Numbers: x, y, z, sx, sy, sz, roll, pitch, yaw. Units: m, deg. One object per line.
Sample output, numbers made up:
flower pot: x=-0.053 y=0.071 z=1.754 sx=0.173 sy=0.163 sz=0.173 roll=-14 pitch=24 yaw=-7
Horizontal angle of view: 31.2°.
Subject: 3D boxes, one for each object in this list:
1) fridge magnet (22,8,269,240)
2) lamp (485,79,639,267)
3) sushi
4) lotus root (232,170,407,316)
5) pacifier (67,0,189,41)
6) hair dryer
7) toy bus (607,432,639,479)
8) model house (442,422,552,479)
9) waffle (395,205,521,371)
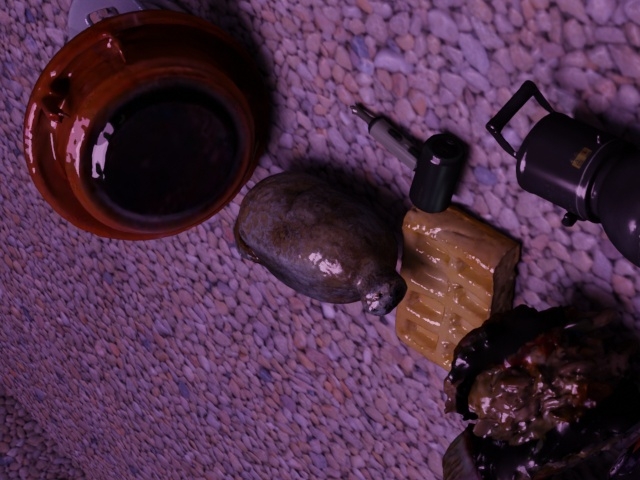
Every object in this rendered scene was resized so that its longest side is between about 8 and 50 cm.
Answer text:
fridge magnet: x=-0.242 y=-0.152 z=1.646 sx=0.155 sy=0.364 sz=0.363 roll=-127 pitch=23 yaw=-51
lamp: x=0.310 y=-0.064 z=1.267 sx=0.227 sy=0.147 sz=0.172 roll=32 pitch=165 yaw=42
sushi: x=0.272 y=0.189 z=1.435 sx=0.218 sy=0.238 sz=0.225 roll=57 pitch=148 yaw=12
lotus root: x=0.001 y=-0.002 z=1.636 sx=0.349 sy=0.175 sz=0.175 roll=26 pitch=138 yaw=47
pacifier: x=-0.313 y=-0.238 z=1.753 sx=0.244 sy=0.233 sz=0.299 roll=-3 pitch=119 yaw=48
hair dryer: x=0.105 y=-0.129 z=1.518 sx=0.198 sy=0.057 sz=0.100 roll=41 pitch=143 yaw=27
toy bus: x=0.452 y=0.232 z=1.326 sx=0.127 sy=0.147 sz=0.302 roll=37 pitch=142 yaw=11
model house: x=0.207 y=0.496 z=1.560 sx=0.297 sy=0.339 sz=0.360 roll=37 pitch=-165 yaw=-18
waffle: x=0.183 y=0.078 z=1.593 sx=0.168 sy=0.057 sz=0.274 roll=32 pitch=141 yaw=30
